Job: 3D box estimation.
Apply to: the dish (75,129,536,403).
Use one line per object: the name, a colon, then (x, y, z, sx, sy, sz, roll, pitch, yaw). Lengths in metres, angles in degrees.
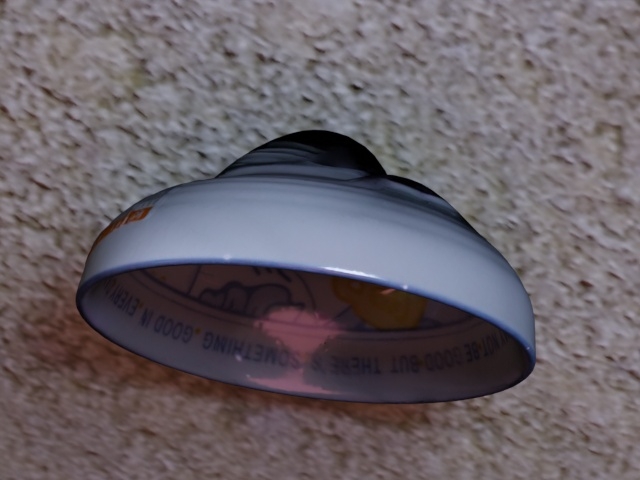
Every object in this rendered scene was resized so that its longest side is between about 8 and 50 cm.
dish: (0.000, 0.000, 1.172, 0.273, 0.134, 0.273, 8, 162, 3)
